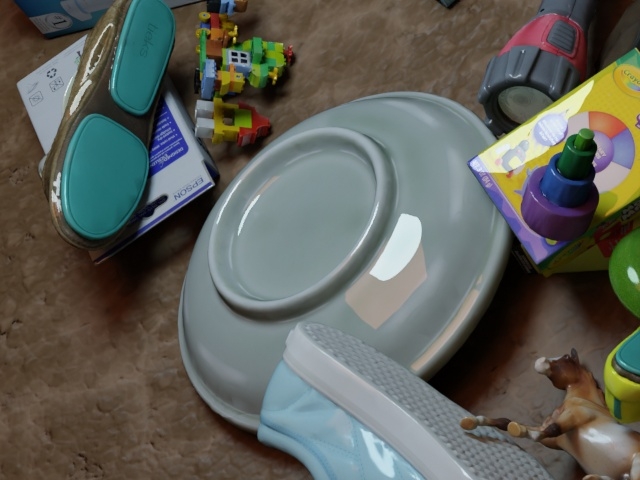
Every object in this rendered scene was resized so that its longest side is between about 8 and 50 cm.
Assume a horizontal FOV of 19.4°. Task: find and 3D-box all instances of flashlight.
[{"bbox_3d":[0.244,-0.231,1.903,0.103,0.103,0.304,-2,45,27],"label":"flashlight"}]

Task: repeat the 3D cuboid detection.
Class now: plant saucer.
[{"bbox_3d":[0.000,0.000,1.867,0.400,0.100,0.400,-21,49,26],"label":"plant saucer"}]

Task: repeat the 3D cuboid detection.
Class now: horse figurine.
[{"bbox_3d":[0.248,0.189,1.620,0.263,0.174,0.066,36,115,37],"label":"horse figurine"}]

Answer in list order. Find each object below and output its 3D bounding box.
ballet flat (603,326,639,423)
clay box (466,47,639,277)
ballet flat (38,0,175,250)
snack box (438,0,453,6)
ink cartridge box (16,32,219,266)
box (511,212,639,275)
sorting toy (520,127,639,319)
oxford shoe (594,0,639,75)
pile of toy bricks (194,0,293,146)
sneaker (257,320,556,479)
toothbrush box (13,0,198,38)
[{"bbox_3d":[0.324,0.090,1.663,0.077,0.077,0.231,28,43,31],"label":"ballet flat"},{"bbox_3d":[0.263,-0.081,1.741,0.222,0.053,0.127,-35,66,5],"label":"clay box"},{"bbox_3d":[-0.248,-0.121,2.046,0.124,0.116,0.342,-22,47,42],"label":"ballet flat"},{"bbox_3d":[0.111,-0.414,2.147,0.187,0.060,0.322,-43,49,-3],"label":"snack box"},{"bbox_3d":[-0.225,-0.108,2.127,0.165,0.065,0.332,-33,48,6],"label":"ink cartridge box"},{"bbox_3d":[0.299,-0.022,1.776,0.232,0.058,0.087,-3,57,28],"label":"box"},{"bbox_3d":[0.343,0.012,1.593,0.365,0.126,0.127,32,49,16],"label":"sorting toy"},{"bbox_3d":[0.308,-0.157,1.853,0.227,0.083,0.096,-59,16,-26],"label":"oxford shoe"},{"bbox_3d":[-0.083,-0.207,2.103,0.105,0.118,0.212,6,43,-10],"label":"pile of toy bricks"},{"bbox_3d":[0.086,0.223,1.653,0.366,0.135,0.150,38,110,37],"label":"sneaker"},{"bbox_3d":[-0.248,-0.376,2.220,0.295,0.216,0.126,-10,55,24],"label":"toothbrush box"}]
